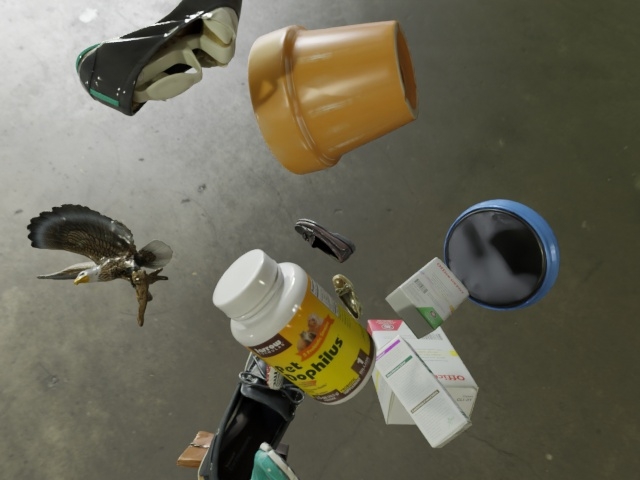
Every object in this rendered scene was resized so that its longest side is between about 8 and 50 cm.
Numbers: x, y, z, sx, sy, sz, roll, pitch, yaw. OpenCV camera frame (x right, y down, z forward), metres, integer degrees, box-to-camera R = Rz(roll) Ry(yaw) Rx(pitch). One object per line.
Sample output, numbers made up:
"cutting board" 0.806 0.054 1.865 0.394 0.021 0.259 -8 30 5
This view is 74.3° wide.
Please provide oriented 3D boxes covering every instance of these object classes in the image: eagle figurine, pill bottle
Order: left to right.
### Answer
"eagle figurine" -0.557 0.054 1.069 0.298 0.225 0.227 25 82 11
"pill bottle" -0.031 0.110 0.540 0.215 0.117 0.117 46 72 -27

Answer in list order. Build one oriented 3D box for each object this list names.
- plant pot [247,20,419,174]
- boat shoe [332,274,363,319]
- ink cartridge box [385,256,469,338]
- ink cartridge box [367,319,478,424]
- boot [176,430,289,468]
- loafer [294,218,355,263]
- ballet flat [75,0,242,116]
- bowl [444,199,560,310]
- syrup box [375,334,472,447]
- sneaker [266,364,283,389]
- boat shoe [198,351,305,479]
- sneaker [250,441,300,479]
"plant pot" 0.032 -0.213 0.598 0.187 0.205 0.205 -8 68 25
"boat shoe" 0.086 0.179 1.336 0.056 0.048 0.153 -27 91 14
"ink cartridge box" 0.324 0.168 1.266 0.212 0.093 0.154 -31 76 -37
"ink cartridge box" 0.327 0.445 1.475 0.278 0.385 0.161 3 111 -6
"boot" -0.236 0.587 1.109 0.280 0.264 0.096 9 98 3
"loafer" 0.000 0.000 1.766 0.302 0.109 0.095 25 63 28
"ballet flat" -0.128 -0.184 0.405 0.074 0.074 0.203 36 61 12
"bowl" 0.608 0.056 1.466 0.077 0.391 0.391 -13 66 -43
"syrup box" 0.227 0.342 0.971 0.096 0.093 0.237 -39 55 4
"sneaker" -0.057 0.232 0.910 0.092 0.088 0.226 19 108 -10
"boat shoe" -0.135 0.399 1.069 0.186 0.156 0.500 30 58 -3
"sneaker" -0.099 0.480 0.762 0.107 0.276 0.109 29 36 34
